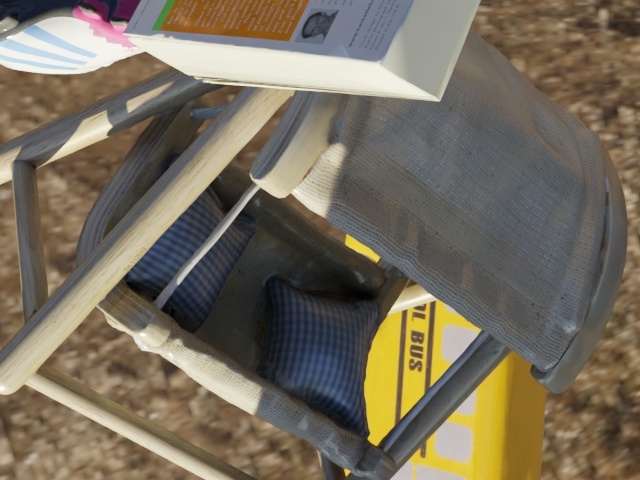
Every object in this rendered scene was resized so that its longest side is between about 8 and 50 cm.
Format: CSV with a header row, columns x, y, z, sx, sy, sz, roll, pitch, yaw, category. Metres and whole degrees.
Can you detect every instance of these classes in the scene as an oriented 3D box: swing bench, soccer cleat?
x,y,z,sx,sy,sz,roll,pitch,yaw,category
0.000,0.000,0.986,0.255,0.253,0.165,-35,45,22,swing bench
-0.233,-0.243,2.062,0.331,0.143,0.116,-1,71,29,soccer cleat

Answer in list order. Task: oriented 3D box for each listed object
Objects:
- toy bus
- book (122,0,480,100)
x,y,z,sx,sy,sz,roll,pitch,yaw,category
0.082,0.091,1.310,0.130,0.108,0.332,10,107,27,toy bus
0.004,-0.095,0.587,0.144,0.035,0.096,13,77,57,book
